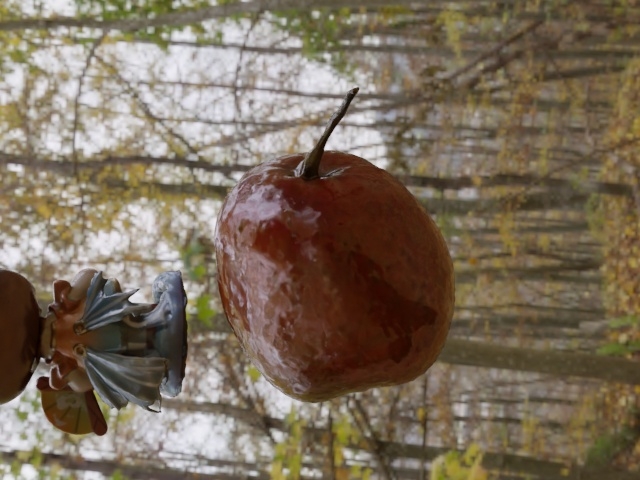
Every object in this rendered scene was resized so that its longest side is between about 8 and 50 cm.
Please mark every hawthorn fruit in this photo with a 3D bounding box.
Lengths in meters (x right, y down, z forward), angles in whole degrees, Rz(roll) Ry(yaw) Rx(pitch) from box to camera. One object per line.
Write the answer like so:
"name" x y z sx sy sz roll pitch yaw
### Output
"hawthorn fruit" 0.000 0.000 0.599 0.162 0.163 0.203 -77 -28 -60

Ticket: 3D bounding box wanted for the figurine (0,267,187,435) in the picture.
"figurine" -0.380 0.140 1.260 0.248 0.388 0.276 -172 86 -71
